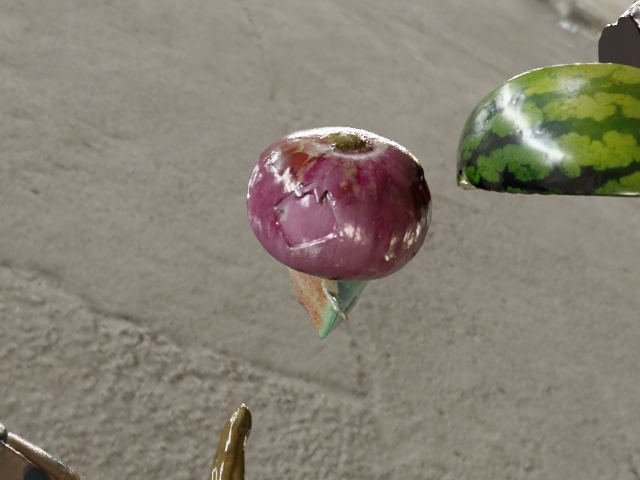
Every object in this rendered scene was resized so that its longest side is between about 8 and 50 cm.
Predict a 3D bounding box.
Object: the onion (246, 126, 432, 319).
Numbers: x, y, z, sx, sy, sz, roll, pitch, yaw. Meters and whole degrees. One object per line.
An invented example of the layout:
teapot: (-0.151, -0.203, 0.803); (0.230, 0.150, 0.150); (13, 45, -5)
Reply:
onion: (0.018, -0.033, 1.011); (0.177, 0.153, 0.177); (8, 52, -10)

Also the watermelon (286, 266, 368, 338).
watermelon: (0.017, -0.005, 1.245); (0.146, 0.128, 0.231); (-152, -138, -84)

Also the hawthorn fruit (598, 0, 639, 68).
hawthorn fruit: (0.523, -0.260, 1.510); (0.251, 0.190, 0.189); (16, 23, -1)

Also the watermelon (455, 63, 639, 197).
watermelon: (0.265, -0.080, 1.097); (0.303, 0.159, 0.128); (2, 42, 25)

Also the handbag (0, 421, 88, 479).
handbag: (-0.262, 0.236, 0.701); (0.190, 0.251, 0.193); (43, -17, -20)

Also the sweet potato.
sweet potato: (-0.121, 0.306, 1.421); (0.054, 0.053, 0.182); (35, 55, -47)
